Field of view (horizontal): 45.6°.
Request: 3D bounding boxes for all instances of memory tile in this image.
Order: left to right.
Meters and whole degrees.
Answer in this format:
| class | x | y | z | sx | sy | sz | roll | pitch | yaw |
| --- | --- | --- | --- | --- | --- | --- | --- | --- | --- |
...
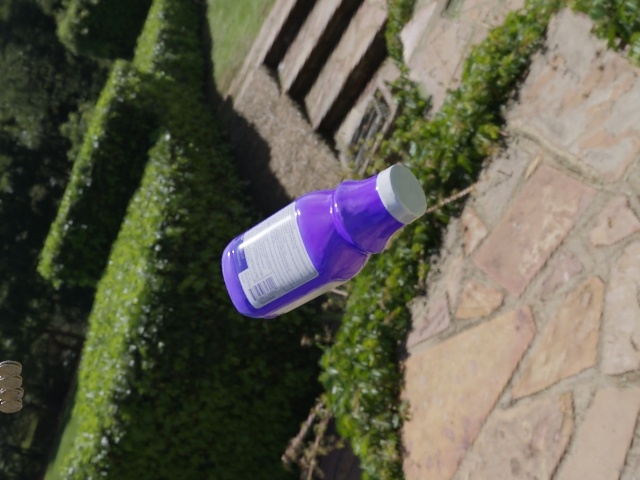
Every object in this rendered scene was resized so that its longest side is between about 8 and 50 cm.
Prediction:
| class | x | y | z | sx | sy | sz | roll | pitch | yaw |
| --- | --- | --- | --- | --- | --- | --- | --- | --- | --- |
| memory tile | -0.534 | 0.236 | 1.214 | 0.148 | 0.113 | 0.012 | 111 | 150 | -44 |

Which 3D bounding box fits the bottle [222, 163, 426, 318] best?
| class | x | y | z | sx | sy | sz | roll | pitch | yaw |
| --- | --- | --- | --- | --- | --- | --- | --- | --- | --- |
| bottle | 0.000 | 0.000 | 0.935 | 0.283 | 0.092 | 0.118 | -31 | 70 | 35 |
